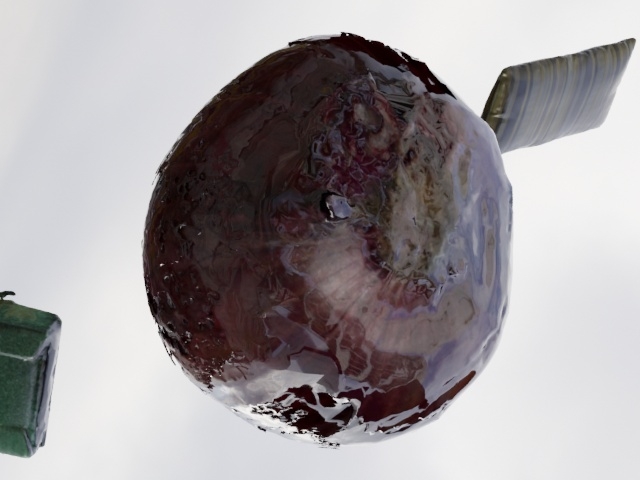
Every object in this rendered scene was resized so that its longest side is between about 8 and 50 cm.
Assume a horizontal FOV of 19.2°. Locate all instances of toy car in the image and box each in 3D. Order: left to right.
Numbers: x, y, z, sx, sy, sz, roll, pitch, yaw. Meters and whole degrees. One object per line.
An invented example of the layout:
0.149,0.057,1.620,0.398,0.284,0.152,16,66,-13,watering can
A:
-0.391,0.094,1.653,0.097,0.320,0.141,-72,174,-66,toy car

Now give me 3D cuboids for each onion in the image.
0.000,0.000,1.156,0.219,0.252,0.252,7,-111,60,onion

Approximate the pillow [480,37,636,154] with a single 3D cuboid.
0.232,-0.142,1.884,0.038,0.203,0.113,42,-50,31,pillow
